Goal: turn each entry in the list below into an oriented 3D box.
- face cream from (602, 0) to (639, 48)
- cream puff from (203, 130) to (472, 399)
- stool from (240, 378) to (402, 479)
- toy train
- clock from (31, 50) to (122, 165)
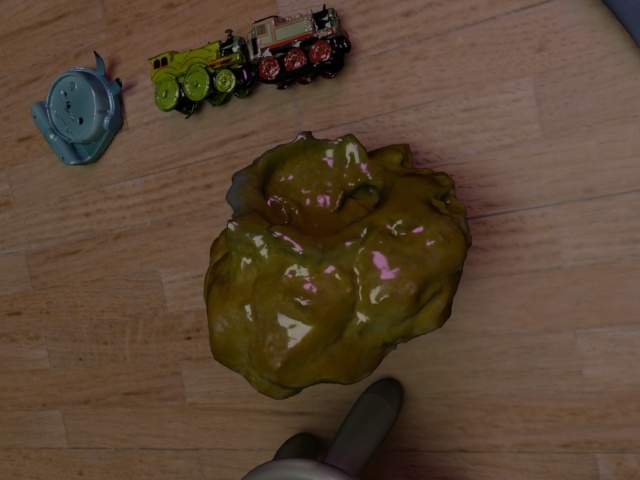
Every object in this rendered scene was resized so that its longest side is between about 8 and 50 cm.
[{"bbox_3d":[0.200,-0.323,0.514,0.385,0.086,0.135,46,114,7],"label":"face cream"},{"bbox_3d":[0.002,-0.001,0.554,0.281,0.282,0.185,-25,105,27],"label":"cream puff"},{"bbox_3d":[0.030,0.282,0.626,0.195,0.198,0.195,-40,78,24],"label":"stool"},{"bbox_3d":[-0.083,-0.199,0.684,0.249,0.053,0.085,-7,89,26],"label":"toy train"},{"bbox_3d":[-0.309,-0.178,0.801,0.147,0.045,0.108,-41,81,25],"label":"clock"}]
